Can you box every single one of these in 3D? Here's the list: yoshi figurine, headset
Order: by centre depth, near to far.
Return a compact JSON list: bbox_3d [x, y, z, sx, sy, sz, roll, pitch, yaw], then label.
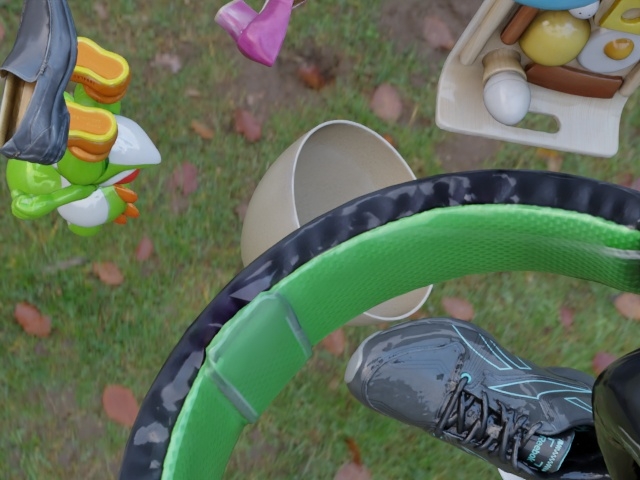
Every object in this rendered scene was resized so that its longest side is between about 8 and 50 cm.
[{"bbox_3d":[0.102,0.111,0.360,0.394,0.185,0.243,32,73,29],"label":"headset"},{"bbox_3d":[-0.359,-0.121,1.797,0.203,0.362,0.203,-27,72,-22],"label":"yoshi figurine"}]

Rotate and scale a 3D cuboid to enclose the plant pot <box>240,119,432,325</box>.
[{"bbox_3d":[0.000,0.000,1.810,0.284,0.191,0.284,23,56,-38],"label":"plant pot"}]

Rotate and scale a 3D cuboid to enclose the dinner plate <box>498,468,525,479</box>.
[{"bbox_3d":[0.237,0.227,1.571,0.017,0.141,0.141,-6,61,28],"label":"dinner plate"}]

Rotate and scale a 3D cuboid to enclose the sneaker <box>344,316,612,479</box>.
[{"bbox_3d":[0.150,0.137,1.082,0.267,0.101,0.106,14,21,-19],"label":"sneaker"}]

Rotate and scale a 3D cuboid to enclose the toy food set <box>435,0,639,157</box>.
[{"bbox_3d":[0.271,-0.191,1.291,0.220,0.306,0.092,8,59,-17],"label":"toy food set"}]

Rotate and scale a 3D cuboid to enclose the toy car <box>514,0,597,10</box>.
[{"bbox_3d":[0.011,-0.173,0.324,0.238,0.219,0.210,-19,72,-27],"label":"toy car"}]

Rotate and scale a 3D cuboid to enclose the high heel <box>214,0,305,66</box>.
[{"bbox_3d":[-0.040,-0.345,1.967,0.117,0.082,0.244,45,47,12],"label":"high heel"}]

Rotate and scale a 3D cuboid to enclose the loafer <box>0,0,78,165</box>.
[{"bbox_3d":[-0.265,-0.155,1.195,0.061,0.062,0.170,1,90,-50],"label":"loafer"}]
